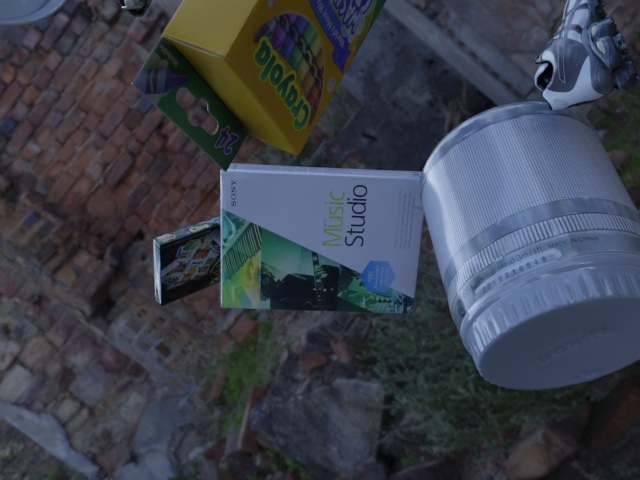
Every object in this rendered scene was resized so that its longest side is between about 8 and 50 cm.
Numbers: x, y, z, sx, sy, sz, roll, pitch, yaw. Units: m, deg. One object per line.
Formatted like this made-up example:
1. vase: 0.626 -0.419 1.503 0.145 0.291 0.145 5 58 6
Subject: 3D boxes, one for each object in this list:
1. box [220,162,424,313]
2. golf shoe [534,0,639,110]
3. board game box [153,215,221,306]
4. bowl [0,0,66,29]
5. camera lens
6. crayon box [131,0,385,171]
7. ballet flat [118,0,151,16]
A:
1. box: 0.000 0.000 1.042 0.058 0.321 0.233 -92 4 -70
2. golf shoe: 0.260 -0.202 0.671 0.093 0.077 0.198 -29 24 31
3. board game box: -0.187 0.018 1.196 0.259 0.030 0.136 -22 -48 -38
4. bowl: -0.558 -0.455 1.032 0.134 0.298 0.298 -17 30 48
5. camera lens: 0.239 -0.001 0.729 0.219 0.219 0.275 -46 39 39
6. crayon box: -0.034 -0.236 0.683 0.323 0.083 0.203 -61 -24 -8
7. ballet flat: -0.263 -0.361 0.876 0.221 0.076 0.079 168 97 -86
